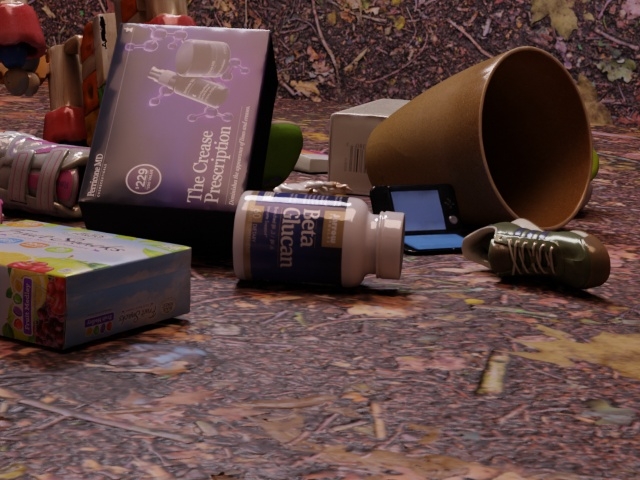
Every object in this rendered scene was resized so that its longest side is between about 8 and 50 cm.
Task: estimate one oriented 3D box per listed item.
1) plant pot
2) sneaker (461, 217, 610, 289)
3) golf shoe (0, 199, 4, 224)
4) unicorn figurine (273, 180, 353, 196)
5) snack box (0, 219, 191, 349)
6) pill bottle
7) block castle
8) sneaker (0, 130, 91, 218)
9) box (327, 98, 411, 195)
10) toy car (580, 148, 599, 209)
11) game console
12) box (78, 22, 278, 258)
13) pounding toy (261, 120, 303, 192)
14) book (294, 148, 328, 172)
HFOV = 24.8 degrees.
[{"bbox_3d":[0.190,-0.121,1.932,0.237,0.237,0.254,-7,1,-44],"label":"plant pot"},{"bbox_3d":[0.222,0.019,1.560,0.086,0.064,0.192,-10,14,-23],"label":"sneaker"},{"bbox_3d":[-0.483,-0.040,1.548,0.306,0.115,0.140,8,15,33],"label":"golf shoe"},{"bbox_3d":[-0.041,-0.066,1.985,0.111,0.060,0.162,12,-3,43],"label":"unicorn figurine"},{"bbox_3d":[-0.248,0.034,1.303,0.207,0.070,0.174,10,13,32],"label":"snack box"},{"bbox_3d":[0.000,0.000,1.492,0.169,0.094,0.094,4,10,6],"label":"pill bottle"},{"bbox_3d":[-0.368,-0.223,1.940,0.303,0.213,0.453,-1,-14,-30],"label":"block castle"},{"bbox_3d":[-0.340,-0.081,1.828,0.252,0.103,0.111,0,9,-10],"label":"sneaker"},{"bbox_3d":[0.120,-0.148,2.269,0.148,0.121,0.311,6,11,16],"label":"box"},{"bbox_3d":[0.305,-0.103,2.093,0.182,0.159,0.136,2,-26,-5],"label":"toy car"},{"bbox_3d":[0.134,-0.027,1.757,0.122,0.107,0.071,-2,-17,-29],"label":"game console"},{"bbox_3d":[-0.156,-0.116,1.653,0.184,0.261,0.103,2,-34,7],"label":"box"},{"bbox_3d":[-0.103,-0.053,1.821,0.183,0.110,0.237,-15,-12,-27],"label":"pounding toy"},{"bbox_3d":[-0.023,-0.136,2.423,0.096,0.035,0.144,-1,11,-37],"label":"book"}]
